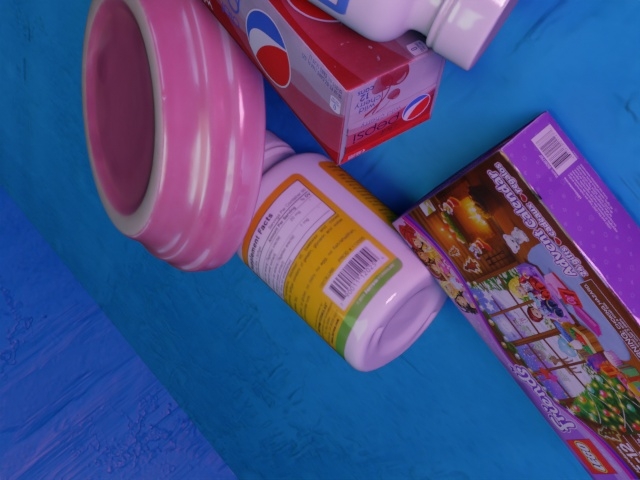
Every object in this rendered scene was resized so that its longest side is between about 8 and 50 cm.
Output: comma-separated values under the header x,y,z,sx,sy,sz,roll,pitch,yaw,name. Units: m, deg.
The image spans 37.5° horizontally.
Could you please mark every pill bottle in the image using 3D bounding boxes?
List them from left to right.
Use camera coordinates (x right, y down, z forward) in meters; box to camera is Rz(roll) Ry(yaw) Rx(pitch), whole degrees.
x,y,z,sx,sy,sz,roll,pitch,yaw,name
0.000,0.000,0.925,0.245,0.136,0.136,42,155,25,pill bottle
0.025,-0.203,0.589,0.221,0.124,0.124,34,154,4,pill bottle

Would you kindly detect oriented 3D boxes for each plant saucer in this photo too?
x,y,z,sx,sy,sz,roll,pitch,yaw,name
-0.160,-0.131,0.921,0.332,0.084,0.332,22,116,58,plant saucer

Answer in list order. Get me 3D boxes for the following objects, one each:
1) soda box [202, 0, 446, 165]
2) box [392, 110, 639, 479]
x,y,z,sx,sy,sz,roll,pitch,yaw,name
-0.022,-0.185,0.705,0.263,0.092,0.083,53,158,25,soda box
0.200,0.060,0.748,0.293,0.057,0.201,52,157,0,box
